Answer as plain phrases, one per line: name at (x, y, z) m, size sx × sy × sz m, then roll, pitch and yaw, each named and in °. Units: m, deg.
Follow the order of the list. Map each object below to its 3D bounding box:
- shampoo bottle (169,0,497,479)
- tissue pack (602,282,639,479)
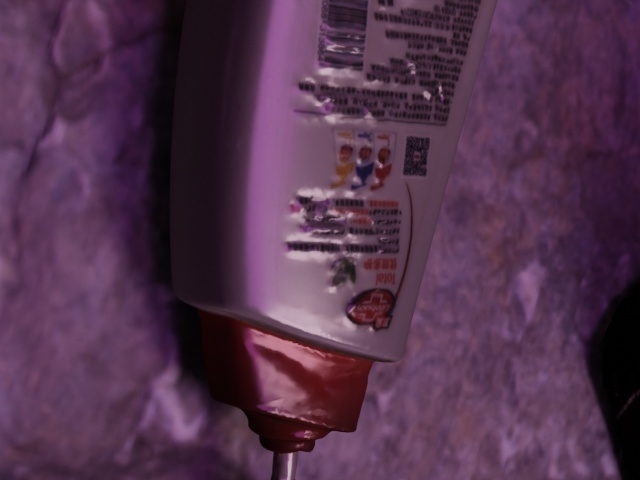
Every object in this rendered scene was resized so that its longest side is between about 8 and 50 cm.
shampoo bottle at (0.000, 0.000, 0.729) m, size 0.153 × 0.071 × 0.284 m, roll 4°, pitch 96°, yaw -42°
tissue pack at (0.349, 0.098, 0.833) m, size 0.210 × 0.370 × 0.198 m, roll -32°, pitch 116°, yaw -32°
